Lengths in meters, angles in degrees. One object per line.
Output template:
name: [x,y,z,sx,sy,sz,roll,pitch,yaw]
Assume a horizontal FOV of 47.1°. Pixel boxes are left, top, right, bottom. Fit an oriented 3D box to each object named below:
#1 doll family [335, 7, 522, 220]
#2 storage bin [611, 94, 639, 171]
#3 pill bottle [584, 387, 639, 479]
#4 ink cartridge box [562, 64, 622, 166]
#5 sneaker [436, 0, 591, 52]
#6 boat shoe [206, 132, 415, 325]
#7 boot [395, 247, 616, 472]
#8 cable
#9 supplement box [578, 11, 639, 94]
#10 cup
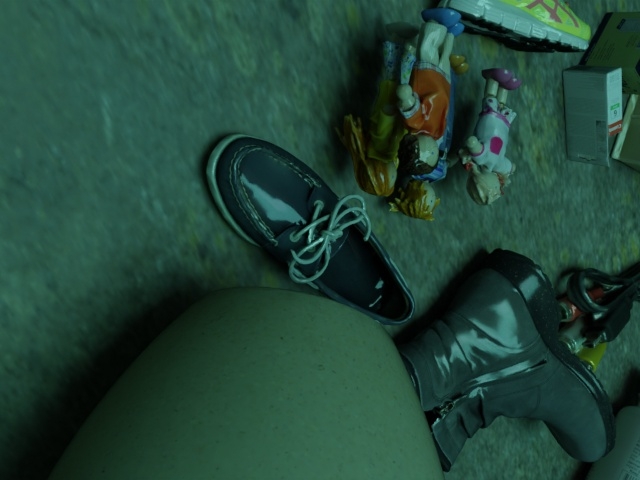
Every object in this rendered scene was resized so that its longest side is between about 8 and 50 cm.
doll family: [0.100,-0.105,0.712,0.263,0.118,0.163,12,89,-57]
storage bin: [0.553,-0.188,1.008,0.262,0.123,0.260,15,94,-39]
pill bottle: [0.494,0.320,1.100,0.131,0.131,0.229,36,80,-38]
ink cartridge box: [0.329,-0.150,0.885,0.029,0.063,0.115,-25,117,-27]
sneaker: [0.214,-0.251,0.760,0.208,0.081,0.094,6,97,-38]
boat shoe: [0.000,0.000,0.667,0.095,0.079,0.254,-50,126,-15]
boot: [0.208,0.195,0.874,0.222,0.118,0.338,-41,113,-18]
cable: [0.403,0.076,1.030,0.287,0.072,0.139,-31,103,-41]
supplement box: [0.376,-0.226,0.887,0.056,0.083,0.083,36,80,-38]
cup: [-0.043,0.175,0.566,0.331,0.331,0.237,33,57,-38]
